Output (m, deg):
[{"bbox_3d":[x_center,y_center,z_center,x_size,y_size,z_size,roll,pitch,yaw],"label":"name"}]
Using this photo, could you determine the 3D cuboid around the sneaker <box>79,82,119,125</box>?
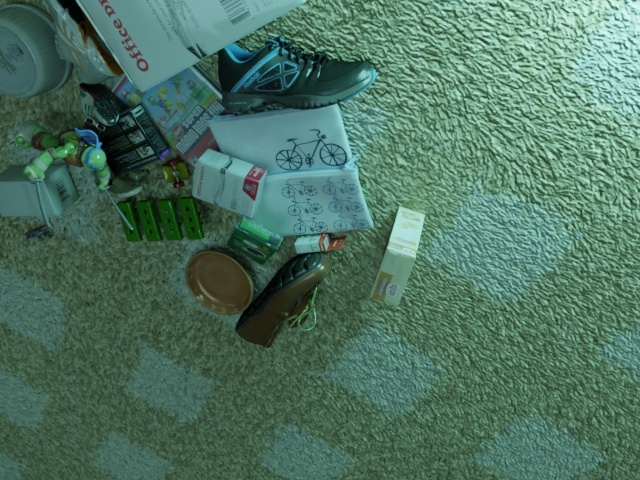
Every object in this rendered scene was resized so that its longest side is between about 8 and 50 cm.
[{"bbox_3d":[-0.514,-0.300,1.453,0.161,0.057,0.075,47,138,30],"label":"sneaker"}]

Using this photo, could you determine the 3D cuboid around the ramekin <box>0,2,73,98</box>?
[{"bbox_3d":[-0.688,-0.425,1.426,0.207,0.109,0.207,8,123,12],"label":"ramekin"}]

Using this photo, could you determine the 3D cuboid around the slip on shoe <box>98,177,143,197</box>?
[{"bbox_3d":[-0.500,-0.135,1.554,0.135,0.051,0.041,5,120,33],"label":"slip on shoe"}]

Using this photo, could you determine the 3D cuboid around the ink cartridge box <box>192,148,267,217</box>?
[{"bbox_3d":[-0.209,-0.132,1.437,0.150,0.063,0.109,21,129,3],"label":"ink cartridge box"}]

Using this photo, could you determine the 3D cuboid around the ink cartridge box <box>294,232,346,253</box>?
[{"bbox_3d":[0.000,0.000,1.520,0.115,0.063,0.029,-6,118,19],"label":"ink cartridge box"}]

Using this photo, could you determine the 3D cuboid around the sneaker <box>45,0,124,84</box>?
[{"bbox_3d":[-0.552,-0.458,1.370,0.121,0.099,0.262,-20,113,25],"label":"sneaker"}]

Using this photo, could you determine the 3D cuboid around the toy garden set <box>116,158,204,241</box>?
[{"bbox_3d":[-0.410,-0.102,1.584,0.244,0.049,0.204,-1,112,26],"label":"toy garden set"}]

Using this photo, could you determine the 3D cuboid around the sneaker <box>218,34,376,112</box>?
[{"bbox_3d":[-0.058,-0.346,1.281,0.340,0.125,0.140,-2,116,15],"label":"sneaker"}]

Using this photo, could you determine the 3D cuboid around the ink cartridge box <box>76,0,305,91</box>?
[{"bbox_3d":[-0.249,-0.508,1.194,0.395,0.166,0.285,-21,114,22],"label":"ink cartridge box"}]

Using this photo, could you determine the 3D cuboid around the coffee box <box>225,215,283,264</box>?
[{"bbox_3d":[-0.164,0.002,1.522,0.113,0.040,0.184,28,161,-7],"label":"coffee box"}]

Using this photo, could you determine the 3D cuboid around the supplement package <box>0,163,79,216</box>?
[{"bbox_3d":[-0.749,-0.131,1.633,0.179,0.105,0.105,0,122,16],"label":"supplement package"}]

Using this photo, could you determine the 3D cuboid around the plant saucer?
[{"bbox_3d":[-0.267,0.109,1.675,0.200,0.037,0.200,10,120,17],"label":"plant saucer"}]

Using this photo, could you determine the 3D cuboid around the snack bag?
[{"bbox_3d":[-0.064,-0.153,1.437,0.323,0.037,0.343,-3,127,20],"label":"snack bag"}]

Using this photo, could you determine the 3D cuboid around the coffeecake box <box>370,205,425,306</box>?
[{"bbox_3d":[0.176,0.033,1.414,0.068,0.185,0.142,18,125,4],"label":"coffeecake box"}]

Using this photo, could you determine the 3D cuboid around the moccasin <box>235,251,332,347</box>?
[{"bbox_3d":[-0.079,0.164,1.602,0.147,0.139,0.380,35,124,-9],"label":"moccasin"}]

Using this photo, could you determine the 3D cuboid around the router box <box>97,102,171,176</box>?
[{"bbox_3d":[-0.463,-0.237,1.499,0.179,0.046,0.133,-12,118,35],"label":"router box"}]

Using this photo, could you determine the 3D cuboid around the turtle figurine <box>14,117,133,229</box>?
[{"bbox_3d":[-0.601,-0.161,1.460,0.266,0.197,0.275,32,133,38],"label":"turtle figurine"}]

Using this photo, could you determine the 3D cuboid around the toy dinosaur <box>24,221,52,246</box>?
[{"bbox_3d":[-0.801,-0.022,1.771,0.082,0.047,0.090,16,92,17],"label":"toy dinosaur"}]

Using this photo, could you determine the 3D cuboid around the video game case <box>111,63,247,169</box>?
[{"bbox_3d":[-0.319,-0.310,1.441,0.285,0.025,0.204,44,123,-12],"label":"video game case"}]
